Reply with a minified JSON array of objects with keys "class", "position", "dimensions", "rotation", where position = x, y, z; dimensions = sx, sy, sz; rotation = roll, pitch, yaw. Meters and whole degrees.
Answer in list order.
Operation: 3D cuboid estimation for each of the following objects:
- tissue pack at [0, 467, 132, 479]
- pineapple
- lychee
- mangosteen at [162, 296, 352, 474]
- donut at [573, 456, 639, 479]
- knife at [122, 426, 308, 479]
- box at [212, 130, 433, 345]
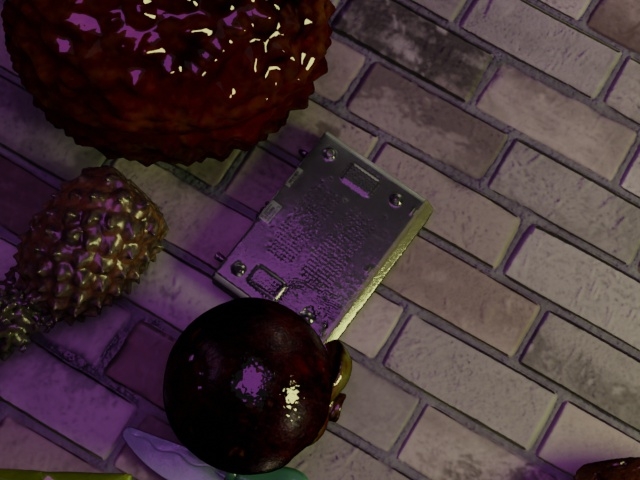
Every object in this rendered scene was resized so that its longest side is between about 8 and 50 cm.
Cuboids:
[{"class":"tissue pack","position":[-0.328,0.409,1.715],"dimensions":[0.200,0.167,0.275],"rotation":[4,76,-8]},{"class":"pineapple","position":[-0.360,0.064,1.929],"dimensions":[0.175,0.175,0.361],"rotation":[43,87,12]},{"class":"lychee","position":[-0.225,-0.308,1.919],"dimensions":[0.500,0.424,0.425],"rotation":[16,71,9]},{"class":"mangosteen","position":[-0.070,0.189,1.871],"dimensions":[0.265,0.228,0.228],"rotation":[15,65,-41]},{"class":"donut","position":[0.428,0.336,1.867],"dimensions":[0.186,0.144,0.126],"rotation":[-15,48,19]},{"class":"knife","position":[-0.140,0.302,1.912],"dimensions":[0.260,0.034,0.063],"rotation":[13,76,9]},{"class":"box","position":[0.000,0.000,2.009],"dimensions":[0.211,0.045,0.270],"rotation":[37,74,9]}]
